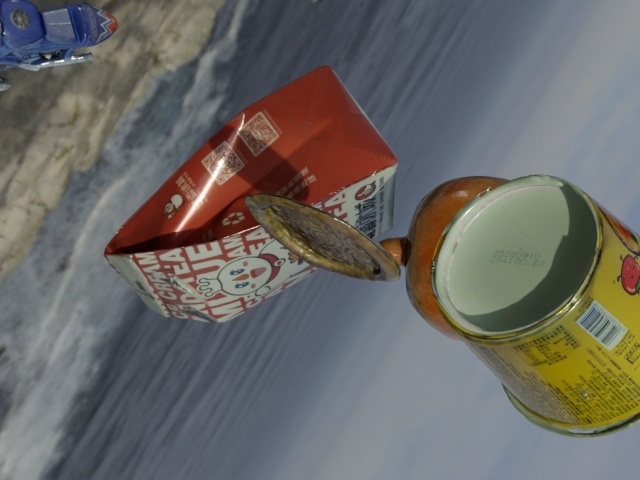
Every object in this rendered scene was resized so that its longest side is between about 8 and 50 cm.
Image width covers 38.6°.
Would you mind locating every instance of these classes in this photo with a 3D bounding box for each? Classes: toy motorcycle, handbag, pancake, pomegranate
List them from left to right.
[{"bbox_3d":[-0.290,-0.186,0.825,0.114,0.076,0.205,-15,178,38],"label":"toy motorcycle"},{"bbox_3d":[-0.077,-0.034,0.952,0.298,0.151,0.171,-28,157,-10],"label":"handbag"},{"bbox_3d":[0.001,-0.001,0.575,0.011,0.115,0.115,-62,174,-16],"label":"pancake"},{"bbox_3d":[0.225,0.025,1.380,0.229,0.270,0.252,-64,150,-74],"label":"pomegranate"}]

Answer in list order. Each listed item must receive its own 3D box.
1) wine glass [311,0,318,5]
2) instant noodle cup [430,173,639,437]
[{"bbox_3d":[-0.115,-0.446,1.161,0.238,0.323,0.238,20,90,-85],"label":"wine glass"},{"bbox_3d":[0.182,0.042,0.711,0.144,0.182,0.182,38,80,-39],"label":"instant noodle cup"}]
